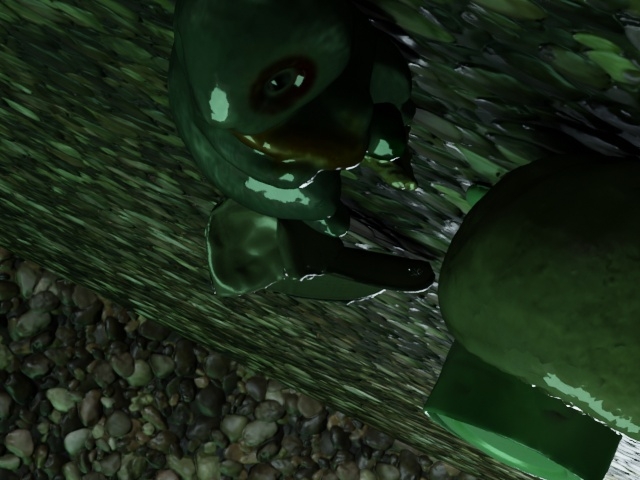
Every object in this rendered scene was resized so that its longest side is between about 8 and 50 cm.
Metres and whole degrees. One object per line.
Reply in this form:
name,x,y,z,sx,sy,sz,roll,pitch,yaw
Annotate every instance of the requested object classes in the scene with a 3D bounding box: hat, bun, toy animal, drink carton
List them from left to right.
toy animal,-0.030,-0.085,0.868,0.138,0.108,0.236,22,170,24
hat,0.000,0.000,1.435,0.175,0.085,0.147,5,171,-31
drink carton,0.143,0.067,1.152,0.146,0.142,0.144,16,167,40
bun,0.154,0.026,0.959,0.178,0.128,0.193,26,-178,-2

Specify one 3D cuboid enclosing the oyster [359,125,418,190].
oyster,-0.003,-0.077,1.086,0.146,0.045,0.121,26,-175,1
